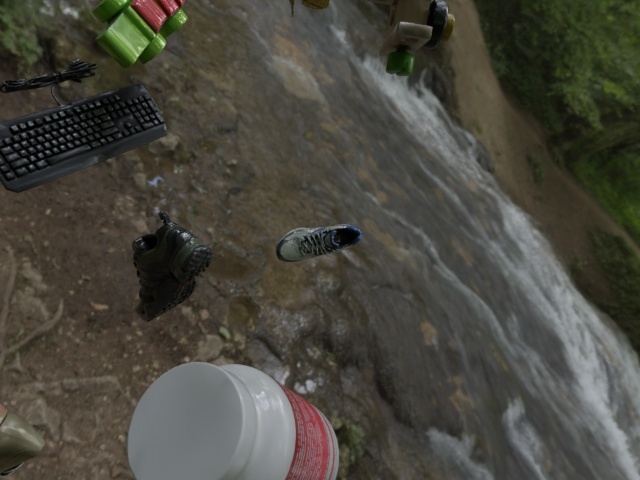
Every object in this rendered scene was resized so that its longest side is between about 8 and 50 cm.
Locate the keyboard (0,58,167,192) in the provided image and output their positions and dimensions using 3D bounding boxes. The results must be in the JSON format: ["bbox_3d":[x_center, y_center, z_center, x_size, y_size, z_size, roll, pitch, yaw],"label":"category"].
[{"bbox_3d":[-0.443,-0.224,0.822,0.201,0.033,0.317,53,48,-2],"label":"keyboard"}]

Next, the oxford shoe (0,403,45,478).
[{"bbox_3d":[-0.714,0.456,0.978,0.146,0.397,0.140,42,41,-23],"label":"oxford shoe"}]

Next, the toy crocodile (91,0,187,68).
[{"bbox_3d":[-0.315,-0.427,0.865,0.115,0.105,0.340,50,31,-34],"label":"toy crocodile"}]

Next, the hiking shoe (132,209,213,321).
[{"bbox_3d":[-0.262,0.046,0.774,0.114,0.227,0.086,49,36,6],"label":"hiking shoe"}]

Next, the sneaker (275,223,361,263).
[{"bbox_3d":[0.000,0.000,0.693,0.135,0.058,0.052,-16,93,-20],"label":"sneaker"}]

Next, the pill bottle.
[{"bbox_3d":[-0.124,0.342,0.779,0.229,0.229,0.407,62,1,34],"label":"pill bottle"}]

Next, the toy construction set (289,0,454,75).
[{"bbox_3d":[0.042,-0.340,0.611,0.258,0.237,0.309,-6,17,-29],"label":"toy construction set"}]
